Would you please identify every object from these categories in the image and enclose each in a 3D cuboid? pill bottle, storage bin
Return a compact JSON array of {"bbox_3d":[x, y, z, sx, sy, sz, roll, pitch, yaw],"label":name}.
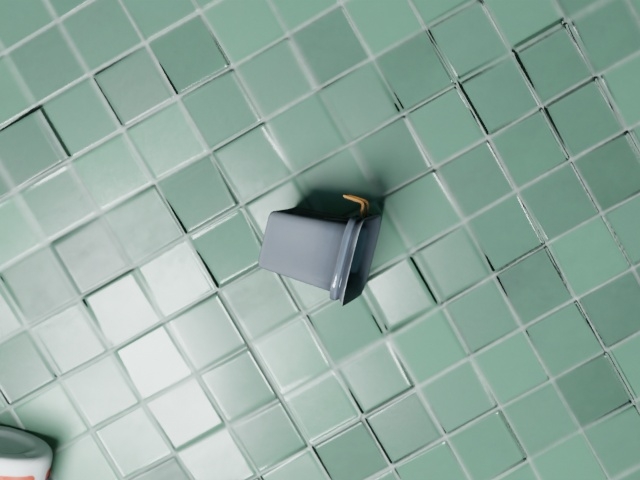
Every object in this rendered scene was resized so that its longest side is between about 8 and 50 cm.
[{"bbox_3d":[-0.339,0.292,1.180,0.108,0.108,0.194,14,96,0],"label":"pill bottle"},{"bbox_3d":[0.000,0.000,1.134,0.091,0.135,0.098,15,97,9],"label":"storage bin"}]
